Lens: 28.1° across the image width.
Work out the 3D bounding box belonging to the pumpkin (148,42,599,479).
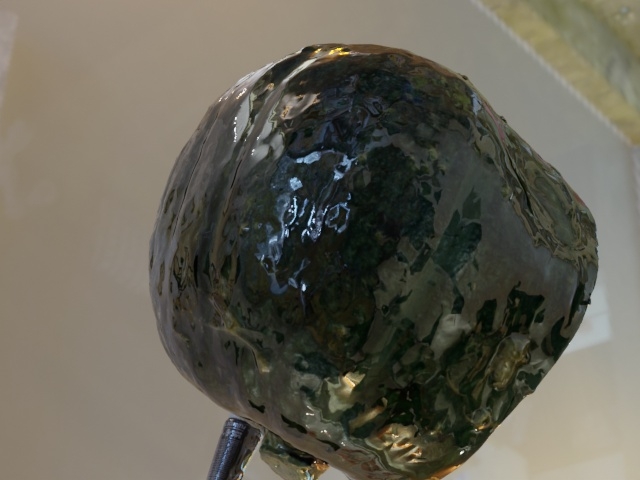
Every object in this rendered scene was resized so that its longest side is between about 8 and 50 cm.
[{"bbox_3d":[0.000,0.000,0.793,0.197,0.293,0.263,41,-110,-27],"label":"pumpkin"}]

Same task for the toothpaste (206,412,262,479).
[{"bbox_3d":[-0.105,0.258,1.396,0.045,0.071,0.193,22,-116,1],"label":"toothpaste"}]
